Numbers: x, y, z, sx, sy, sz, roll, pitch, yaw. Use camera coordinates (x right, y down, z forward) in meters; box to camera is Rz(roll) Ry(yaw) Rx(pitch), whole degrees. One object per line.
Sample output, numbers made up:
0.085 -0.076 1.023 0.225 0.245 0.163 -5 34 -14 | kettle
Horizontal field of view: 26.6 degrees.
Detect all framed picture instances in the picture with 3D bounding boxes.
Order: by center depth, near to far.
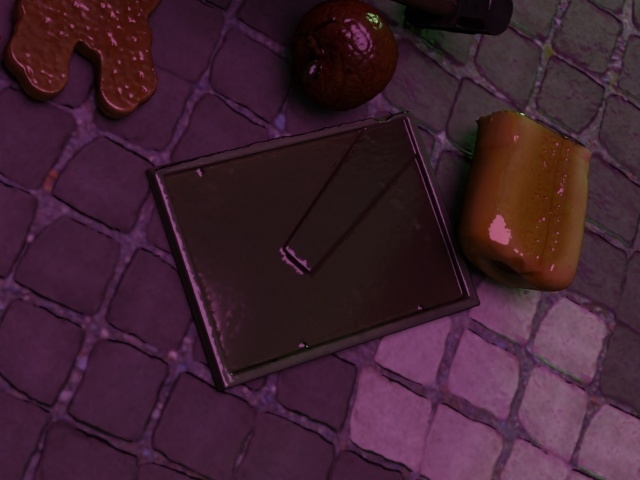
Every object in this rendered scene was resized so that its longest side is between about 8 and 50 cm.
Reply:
0.000 0.000 1.272 0.290 0.020 0.211 -16 85 -29 | framed picture

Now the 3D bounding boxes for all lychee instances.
0.016 -0.182 1.274 0.140 0.114 0.101 15 42 -39 | lychee

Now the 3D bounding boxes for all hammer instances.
0.025 -0.245 1.234 0.365 0.111 0.043 8 96 -45 | hammer

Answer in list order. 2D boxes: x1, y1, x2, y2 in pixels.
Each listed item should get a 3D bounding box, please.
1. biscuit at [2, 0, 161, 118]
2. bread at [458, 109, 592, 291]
-0.210 -0.229 1.219 0.144 0.040 0.236 13 69 -31 | biscuit
0.199 -0.036 1.344 0.134 0.085 0.173 27 65 -23 | bread
